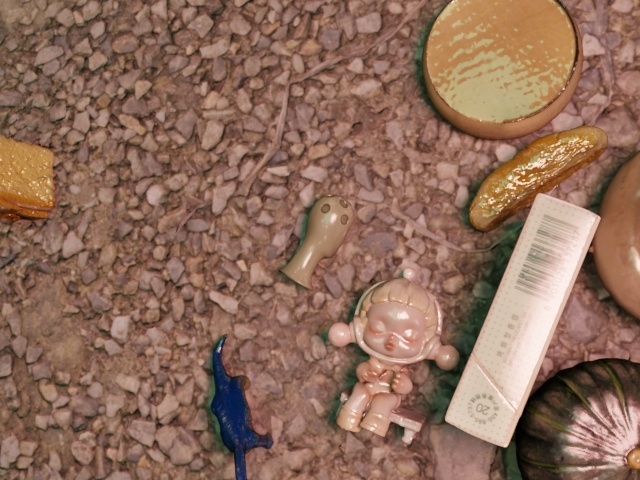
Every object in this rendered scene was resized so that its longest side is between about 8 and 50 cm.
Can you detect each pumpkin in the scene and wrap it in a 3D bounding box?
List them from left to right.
[{"bbox_3d":[0.386,0.278,1.068,0.250,0.216,0.249,-3,99,-17],"label":"pumpkin"}]

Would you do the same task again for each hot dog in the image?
[{"bbox_3d":[0.325,-0.104,1.199,0.242,0.084,0.073,-35,77,6],"label":"hot dog"}]

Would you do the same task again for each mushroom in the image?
[{"bbox_3d":[0.519,-0.014,1.034,0.293,0.290,0.292,-2,80,10],"label":"mushroom"}]

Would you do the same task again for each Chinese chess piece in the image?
[{"bbox_3d":[0.284,-0.284,1.226,0.250,0.103,0.249,-2,82,13],"label":"Chinese chess piece"}]

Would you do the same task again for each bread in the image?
[{"bbox_3d":[-0.543,-0.109,1.362,0.127,0.152,0.147,-4,81,1],"label":"bread"}]

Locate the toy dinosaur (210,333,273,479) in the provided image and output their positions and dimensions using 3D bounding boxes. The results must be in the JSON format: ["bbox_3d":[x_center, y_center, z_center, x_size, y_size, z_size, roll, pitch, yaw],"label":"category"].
[{"bbox_3d":[-0.138,0.259,1.192,0.075,0.188,0.247,-18,76,2],"label":"toy dinosaur"}]

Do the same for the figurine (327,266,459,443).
[{"bbox_3d":[0.116,0.167,1.184,0.182,0.144,0.256,16,87,35],"label":"figurine"}]

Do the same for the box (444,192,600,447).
[{"bbox_3d":[0.283,0.117,1.107,0.095,0.210,0.330,21,86,15],"label":"box"}]

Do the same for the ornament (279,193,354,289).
[{"bbox_3d":[0.000,0.000,1.262,0.081,0.075,0.156,30,89,-29],"label":"ornament"}]
